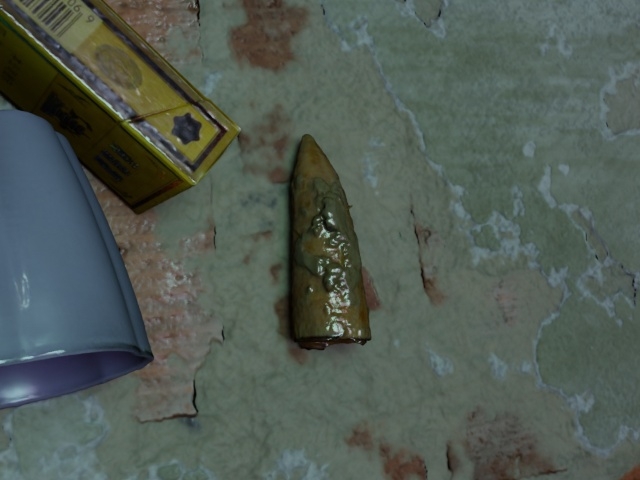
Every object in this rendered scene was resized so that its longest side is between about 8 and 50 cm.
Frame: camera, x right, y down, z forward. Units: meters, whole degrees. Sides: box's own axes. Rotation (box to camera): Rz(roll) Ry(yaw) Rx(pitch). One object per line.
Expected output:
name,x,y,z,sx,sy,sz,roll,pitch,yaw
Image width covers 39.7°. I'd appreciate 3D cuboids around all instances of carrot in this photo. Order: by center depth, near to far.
carrot,0.000,0.000,1.054,0.102,0.102,0.263,-1,78,-28

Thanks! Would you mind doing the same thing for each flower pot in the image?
flower pot,-0.301,0.023,0.814,0.265,0.265,0.243,-4,72,-28

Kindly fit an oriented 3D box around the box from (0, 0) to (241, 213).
box,-0.243,-0.164,0.882,0.301,0.193,0.084,43,67,-16
